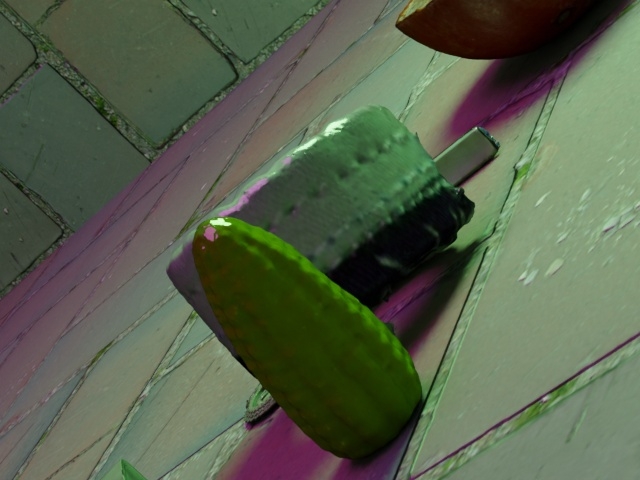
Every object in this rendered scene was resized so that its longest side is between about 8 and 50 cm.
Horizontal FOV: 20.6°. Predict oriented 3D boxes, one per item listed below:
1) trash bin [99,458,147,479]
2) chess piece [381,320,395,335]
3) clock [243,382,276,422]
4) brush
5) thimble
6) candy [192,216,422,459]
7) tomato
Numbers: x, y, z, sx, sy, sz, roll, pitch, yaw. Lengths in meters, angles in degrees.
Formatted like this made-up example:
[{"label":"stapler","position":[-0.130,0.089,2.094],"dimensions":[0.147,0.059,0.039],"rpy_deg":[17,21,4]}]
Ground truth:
[{"label":"trash bin","position":[-0.202,0.266,1.563],"dimensions":[0.130,0.059,0.116],"rpy_deg":[-45,13,-1]},{"label":"chess piece","position":[0.024,0.096,1.388],"dimensions":[0.093,0.042,0.042],"rpy_deg":[-44,10,-18]},{"label":"clock","position":[-0.043,0.133,1.574],"dimensions":[0.074,0.010,0.083],"rpy_deg":[-42,12,17]},{"label":"brush","position":[0.097,-0.049,1.655],"dimensions":[0.178,0.033,0.030],"rpy_deg":[-39,7,31]},{"label":"thimble","position":[0.000,0.000,1.457],"dimensions":[0.237,0.150,0.237],"rpy_deg":[-39,0,0]},{"label":"candy","position":[-0.016,0.062,1.231],"dimensions":[0.096,0.209,0.097],"rpy_deg":[-34,24,17]},{"label":"tomato","position":[0.228,-0.299,1.784],"dimensions":[0.338,0.143,0.338],"rpy_deg":[-48,7,8]}]
